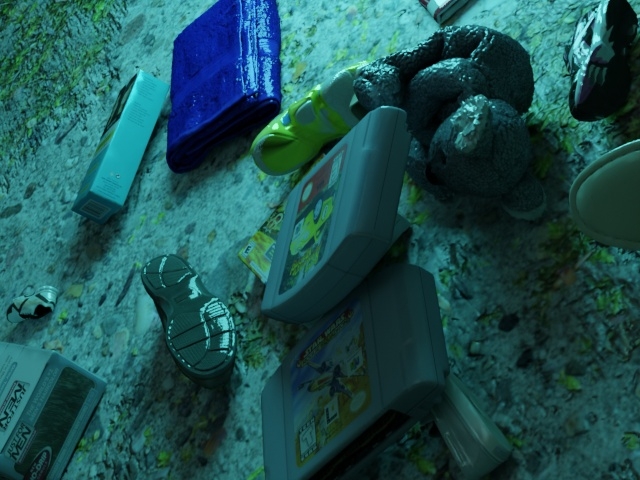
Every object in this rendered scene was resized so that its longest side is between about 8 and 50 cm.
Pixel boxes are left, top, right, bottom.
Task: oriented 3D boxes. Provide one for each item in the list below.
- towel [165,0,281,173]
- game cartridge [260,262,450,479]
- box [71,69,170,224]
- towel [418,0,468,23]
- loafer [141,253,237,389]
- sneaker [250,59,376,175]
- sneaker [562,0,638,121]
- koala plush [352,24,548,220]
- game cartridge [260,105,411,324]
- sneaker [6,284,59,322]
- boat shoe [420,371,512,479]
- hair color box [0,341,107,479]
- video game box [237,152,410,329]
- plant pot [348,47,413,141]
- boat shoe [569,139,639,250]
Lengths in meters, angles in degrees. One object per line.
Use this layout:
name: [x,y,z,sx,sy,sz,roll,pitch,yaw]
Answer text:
towel: [-0.163,-0.274,2.126,0.228,0.076,0.308,-29,41,26]
game cartridge: [0.028,0.165,1.496,0.297,0.062,0.198,-46,37,34]
box: [-0.328,-0.154,2.189,0.100,0.060,0.244,-32,36,56]
towel: [0.201,-0.473,1.940,0.237,0.037,0.329,-41,37,15]
loafer: [-0.170,0.119,1.808,0.096,0.084,0.267,-21,39,-11]
sneaker: [0.004,-0.181,1.853,0.240,0.091,0.126,-30,15,-2]
sneaker: [0.320,-0.206,1.566,0.077,0.072,0.178,-23,35,50]
koala plush: [0.179,-0.130,1.542,0.203,0.196,0.221,-32,35,8]
game cartridge: [0.011,-0.013,1.552,0.294,0.060,0.196,138,145,-58]
sneaker: [-0.471,0.111,2.154,0.109,0.040,0.043,-28,44,29]
boat shoe: [0.136,0.186,1.420,0.063,0.066,0.184,-45,46,7]
hair color box: [-0.499,0.252,1.999,0.374,0.114,0.185,2,61,49]
video game box: [0.000,0.000,1.737,0.187,0.048,0.205,-49,36,0]
plant pot: [0.110,-0.189,1.740,0.109,0.109,0.096,-36,26,21]
boat shoe: [0.402,-0.064,1.315,0.324,0.097,0.116,-17,88,43]
